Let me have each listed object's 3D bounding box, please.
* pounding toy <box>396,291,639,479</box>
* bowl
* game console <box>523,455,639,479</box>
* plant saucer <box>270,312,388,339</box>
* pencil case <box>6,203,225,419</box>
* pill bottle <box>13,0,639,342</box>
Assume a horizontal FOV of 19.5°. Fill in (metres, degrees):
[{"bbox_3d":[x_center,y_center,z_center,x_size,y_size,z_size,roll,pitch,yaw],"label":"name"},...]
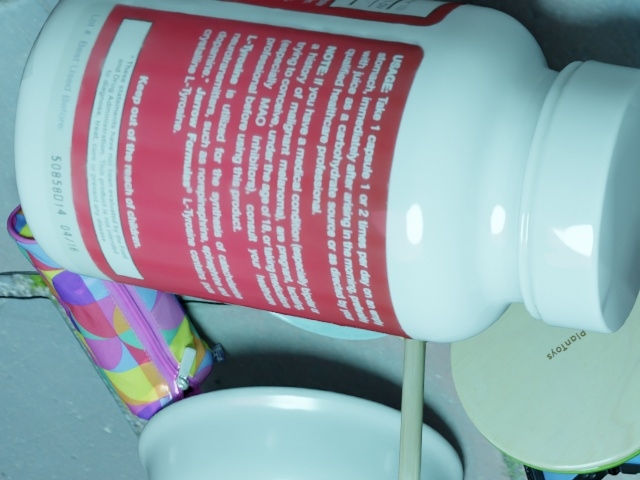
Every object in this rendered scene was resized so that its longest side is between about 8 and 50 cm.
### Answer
[{"bbox_3d":[0.175,0.098,1.417,0.237,0.182,0.110,-11,161,17],"label":"pounding toy"},{"bbox_3d":[-0.025,0.254,1.639,0.298,0.134,0.298,5,148,3],"label":"bowl"},{"bbox_3d":[0.234,0.165,1.501,0.085,0.124,0.144,30,150,43],"label":"game console"},{"bbox_3d":[0.000,0.000,1.495,0.195,0.037,0.195,17,140,15],"label":"plant saucer"},{"bbox_3d":[-0.175,0.050,1.608,0.104,0.104,0.236,-5,131,35],"label":"pencil case"},{"bbox_3d":[0.017,-0.056,1.271,0.408,0.229,0.229,10,137,22],"label":"pill bottle"}]
